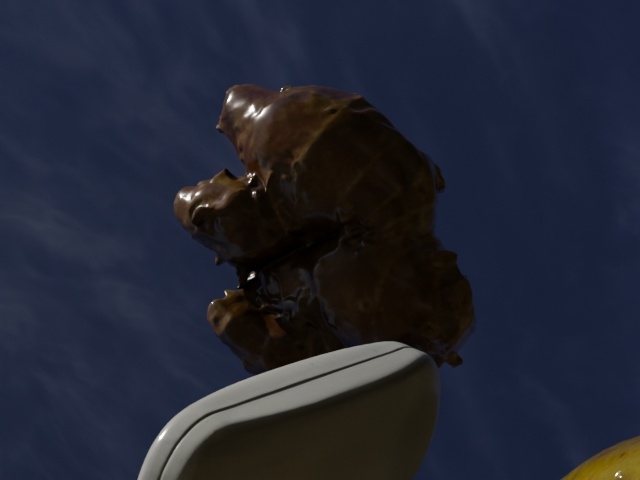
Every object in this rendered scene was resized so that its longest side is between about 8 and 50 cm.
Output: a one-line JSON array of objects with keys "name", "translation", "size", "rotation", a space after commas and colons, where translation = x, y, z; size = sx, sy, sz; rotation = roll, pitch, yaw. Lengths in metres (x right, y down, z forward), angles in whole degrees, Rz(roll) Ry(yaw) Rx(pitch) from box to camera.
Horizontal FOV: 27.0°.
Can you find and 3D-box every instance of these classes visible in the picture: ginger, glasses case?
[{"name": "ginger", "translation": [0.000, -0.011, 1.398], "size": [0.274, 0.152, 0.357], "rotation": [-18, -95, 10]}, {"name": "glasses case", "translation": [-0.007, 0.091, 0.567], "size": [0.193, 0.049, 0.074], "rotation": [-11, -65, -53]}]

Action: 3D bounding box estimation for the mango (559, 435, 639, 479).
[{"name": "mango", "translation": [0.267, 0.243, 0.937], "size": [0.253, 0.365, 0.182], "rotation": [11, -123, -8]}]
